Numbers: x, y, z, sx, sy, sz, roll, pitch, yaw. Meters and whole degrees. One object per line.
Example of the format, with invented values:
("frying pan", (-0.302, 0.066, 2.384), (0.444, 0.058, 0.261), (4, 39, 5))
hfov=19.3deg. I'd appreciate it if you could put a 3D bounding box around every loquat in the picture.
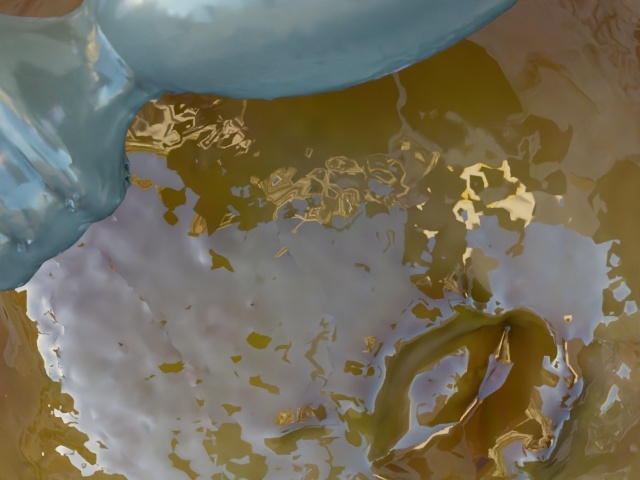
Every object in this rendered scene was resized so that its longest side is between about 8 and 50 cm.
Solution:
("loquat", (0.000, 0.000, 0.722), (0.328, 0.328, 0.328), (0, 94, 7))

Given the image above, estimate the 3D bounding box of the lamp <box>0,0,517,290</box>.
("lamp", (-0.026, -0.069, 0.470), (0.193, 0.106, 0.106), (-36, 89, 6))
